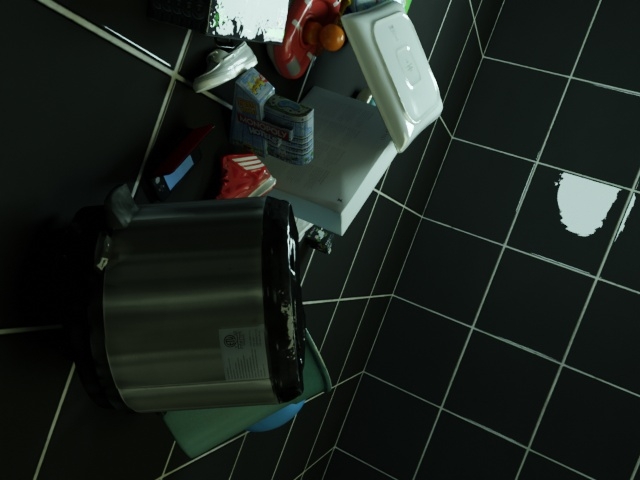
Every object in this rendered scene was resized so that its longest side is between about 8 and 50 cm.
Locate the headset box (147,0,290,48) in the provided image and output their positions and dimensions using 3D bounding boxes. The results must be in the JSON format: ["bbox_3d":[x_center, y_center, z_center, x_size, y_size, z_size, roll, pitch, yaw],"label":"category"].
[{"bbox_3d":[-0.156,-0.483,0.990,0.246,0.131,0.282,-25,134,-61],"label":"headset box"}]

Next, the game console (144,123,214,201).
[{"bbox_3d":[-0.263,-0.150,1.117,0.144,0.085,0.124,-56,156,-29],"label":"game console"}]

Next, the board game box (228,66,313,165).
[{"bbox_3d":[-0.112,-0.258,1.207,0.060,0.194,0.194,-55,161,-30],"label":"board game box"}]

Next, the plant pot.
[{"bbox_3d":[-0.206,0.282,1.276,0.334,0.341,0.341,-31,146,-17],"label":"plant pot"}]

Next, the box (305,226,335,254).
[{"bbox_3d":[0.000,0.000,1.917,0.052,0.083,0.062,-58,157,-24],"label":"box"}]

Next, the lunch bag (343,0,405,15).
[{"bbox_3d":[0.142,-0.639,1.578,0.176,0.090,0.219,-45,146,-11],"label":"lunch bag"}]

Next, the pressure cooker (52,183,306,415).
[{"bbox_3d":[-0.242,0.106,0.990,0.375,0.421,0.369,84,1,-72],"label":"pressure cooker"}]

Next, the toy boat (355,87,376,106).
[{"bbox_3d":[0.209,-0.414,1.939,0.318,0.148,0.267,-49,152,-41],"label":"toy boat"}]

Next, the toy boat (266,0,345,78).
[{"bbox_3d":[-0.012,-0.481,1.319,0.230,0.151,0.151,-64,159,-10],"label":"toy boat"}]

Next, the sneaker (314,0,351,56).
[{"bbox_3d":[0.024,-0.553,1.460,0.175,0.068,0.064,-67,161,1],"label":"sneaker"}]

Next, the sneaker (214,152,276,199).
[{"bbox_3d":[-0.221,-0.118,1.298,0.221,0.087,0.128,-40,108,-15],"label":"sneaker"}]

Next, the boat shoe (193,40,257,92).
[{"bbox_3d":[-0.195,-0.350,1.134,0.184,0.066,0.063,-44,115,-39],"label":"boat shoe"}]

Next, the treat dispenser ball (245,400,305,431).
[{"bbox_3d":[-0.171,0.376,1.572,0.288,0.288,0.288,-51,153,-39],"label":"treat dispenser ball"}]

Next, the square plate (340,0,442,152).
[{"bbox_3d":[0.205,-0.434,1.449,0.347,0.049,0.343,-45,114,-51],"label":"square plate"}]

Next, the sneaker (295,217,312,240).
[{"bbox_3d":[-0.060,-0.091,1.652,0.281,0.105,0.115,-60,152,-29],"label":"sneaker"}]

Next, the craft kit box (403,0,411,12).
[{"bbox_3d":[0.232,-0.797,1.759,0.246,0.061,0.250,-68,159,5],"label":"craft kit box"}]

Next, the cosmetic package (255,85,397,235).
[{"bbox_3d":[0.018,-0.217,1.465,0.377,0.285,0.097,-55,156,-30],"label":"cosmetic package"}]
